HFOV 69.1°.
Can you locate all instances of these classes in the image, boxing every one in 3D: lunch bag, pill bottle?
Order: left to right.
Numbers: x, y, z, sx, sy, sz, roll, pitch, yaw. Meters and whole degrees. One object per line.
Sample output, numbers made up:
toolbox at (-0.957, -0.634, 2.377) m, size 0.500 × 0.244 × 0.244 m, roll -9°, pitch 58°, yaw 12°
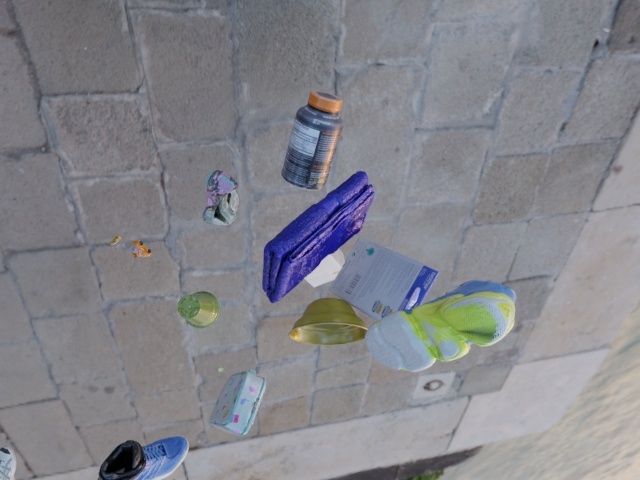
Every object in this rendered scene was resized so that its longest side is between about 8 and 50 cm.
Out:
lunch bag at (-0.305, 0.600, 1.738) m, size 0.108 × 0.224 × 0.279 m, roll 32°, pitch 150°, yaw -16°
pill bottle at (-0.016, -0.269, 1.243) m, size 0.130 × 0.130 × 0.246 m, roll 6°, pitch 120°, yaw -21°

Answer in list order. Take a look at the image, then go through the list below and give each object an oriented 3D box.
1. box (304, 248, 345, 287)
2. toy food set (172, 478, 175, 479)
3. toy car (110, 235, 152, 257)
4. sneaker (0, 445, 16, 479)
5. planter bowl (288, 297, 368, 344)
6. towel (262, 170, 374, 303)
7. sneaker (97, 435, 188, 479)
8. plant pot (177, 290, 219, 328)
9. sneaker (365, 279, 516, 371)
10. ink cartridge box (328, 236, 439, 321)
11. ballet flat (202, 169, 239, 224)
box at (-0.006, 0.063, 1.493) m, size 0.130 × 0.091 × 0.170 m, roll -21°, pitch 147°, yaw 14°
toy food set at (-0.320, 0.616, 1.071) m, size 0.019 × 0.122 × 0.078 m, roll -14°, pitch 168°, yaw -17°
toy car at (-0.532, 0.026, 1.299) m, size 0.122 × 0.040 × 0.060 m, roll 7°, pitch 138°, yaw 27°
sneaker at (-0.517, 0.378, 0.753) m, size 0.032 × 0.083 × 0.037 m, roll -28°, pitch 159°, yaw 29°
planter bowl at (0.023, 0.210, 1.242) m, size 0.217 × 0.090 × 0.217 m, roll 0°, pitch 154°, yaw 0°
towel at (0.000, 0.000, 1.060) m, size 0.308 × 0.076 × 0.228 m, roll -40°, pitch 158°, yaw -29°
sneaker at (-0.280, 0.350, 0.748) m, size 0.152 × 0.058 × 0.085 m, roll -15°, pitch 138°, yaw -38°
plant pot at (-0.269, 0.145, 1.001) m, size 0.083 × 0.083 × 0.079 m, roll -20°, pitch 165°, yaw 0°
sneaker at (0.181, 0.122, 0.683) m, size 0.240 × 0.091 × 0.126 m, roll -24°, pitch 180°, yaw 44°
ink cartridge box at (0.170, 0.119, 1.246) m, size 0.065 × 0.311 × 0.186 m, roll 34°, pitch 85°, yaw -36°
ballet flat at (-0.233, -0.084, 1.101) m, size 0.079 × 0.077 × 0.221 m, roll 36°, pitch 150°, yaw 2°
